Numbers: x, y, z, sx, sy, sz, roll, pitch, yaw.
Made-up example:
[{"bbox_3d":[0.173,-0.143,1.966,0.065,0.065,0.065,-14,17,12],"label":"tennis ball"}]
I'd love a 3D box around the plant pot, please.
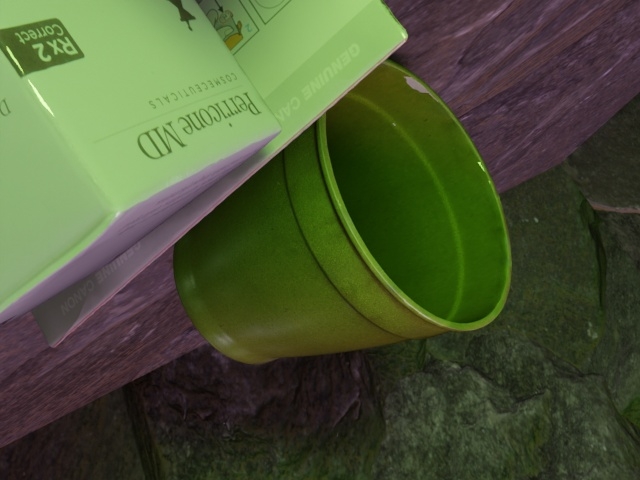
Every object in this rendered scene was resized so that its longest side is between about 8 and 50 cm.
[{"bbox_3d":[0.000,0.000,1.324,0.353,0.367,0.366,-27,174,35],"label":"plant pot"}]

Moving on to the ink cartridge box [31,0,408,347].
[{"bbox_3d":[-0.117,-0.125,0.598,0.296,0.261,0.066,-38,169,23],"label":"ink cartridge box"}]

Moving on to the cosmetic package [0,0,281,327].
[{"bbox_3d":[-0.149,-0.071,0.473,0.151,0.184,0.151,-34,-177,31],"label":"cosmetic package"}]
